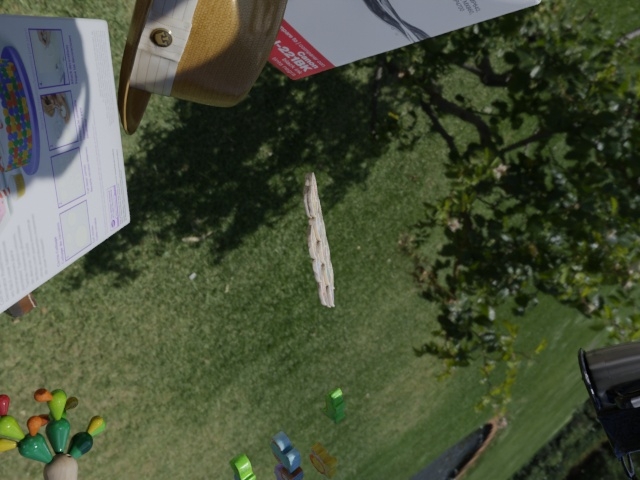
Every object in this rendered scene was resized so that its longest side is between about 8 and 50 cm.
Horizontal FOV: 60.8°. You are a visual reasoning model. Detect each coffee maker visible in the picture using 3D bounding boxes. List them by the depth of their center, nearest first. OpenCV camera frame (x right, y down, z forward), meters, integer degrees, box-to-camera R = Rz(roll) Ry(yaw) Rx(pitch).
[{"bbox_3d":[0.419,0.181,0.634,0.178,0.120,0.171,-23,113,26],"label":"coffee maker"}]

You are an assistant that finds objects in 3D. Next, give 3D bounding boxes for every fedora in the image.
[{"bbox_3d":[-0.069,-0.148,0.351,0.079,0.194,0.194,18,119,-18],"label":"fedora"}]

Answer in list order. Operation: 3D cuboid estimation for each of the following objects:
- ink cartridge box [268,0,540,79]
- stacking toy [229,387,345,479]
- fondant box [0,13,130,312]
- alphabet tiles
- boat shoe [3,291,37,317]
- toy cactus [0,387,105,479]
[{"bbox_3d":[0.058,-0.290,0.508,0.114,0.273,0.196,27,66,-47],"label":"ink cartridge box"},{"bbox_3d":[-0.047,0.304,0.745,0.167,0.052,0.221,-29,140,-32],"label":"stacking toy"},{"bbox_3d":[-0.299,-0.077,0.493,0.330,0.096,0.238,-73,165,-69],"label":"fondant box"},{"bbox_3d":[0.000,0.000,1.210,0.021,0.278,0.283,-8,118,6],"label":"alphabet tiles"},{"bbox_3d":[-0.569,-0.012,0.956,0.120,0.324,0.122,-29,153,-30],"label":"boat shoe"},{"bbox_3d":[-0.430,0.329,0.873,0.112,0.180,0.219,-20,154,2],"label":"toy cactus"}]
